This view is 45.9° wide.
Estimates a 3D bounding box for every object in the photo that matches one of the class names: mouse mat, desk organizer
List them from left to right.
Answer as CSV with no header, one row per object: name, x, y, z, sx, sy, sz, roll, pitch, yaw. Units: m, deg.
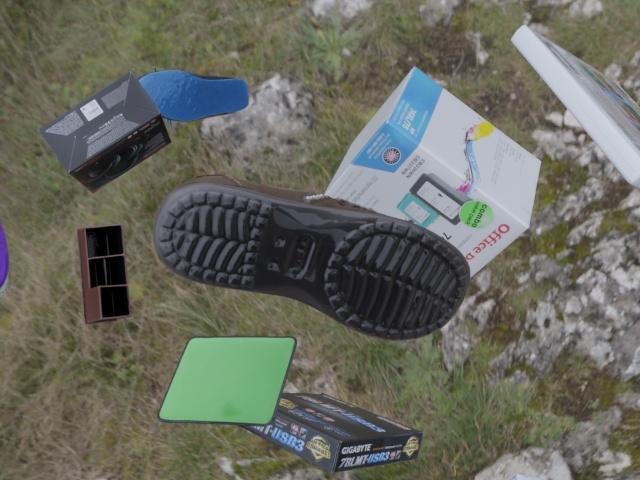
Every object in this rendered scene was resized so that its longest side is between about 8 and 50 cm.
desk organizer,-0.289,0.044,1.011,0.050,0.047,0.130,-15,80,49
mouse mat,-0.135,0.201,1.100,0.190,0.007,0.152,-4,45,23

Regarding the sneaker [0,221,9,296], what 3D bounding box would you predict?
sneaker,-0.406,-0.057,0.824,0.102,0.146,0.293,-6,39,-26

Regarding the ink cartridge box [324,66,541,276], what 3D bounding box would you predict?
ink cartridge box,0.184,-0.097,1.229,0.270,0.198,0.197,35,41,-7

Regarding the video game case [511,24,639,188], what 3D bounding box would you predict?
video game case,0.223,-0.085,0.559,0.019,0.143,0.157,-48,49,29

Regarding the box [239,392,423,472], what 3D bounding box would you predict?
box,0.015,0.392,1.585,0.295,0.293,0.073,13,92,41

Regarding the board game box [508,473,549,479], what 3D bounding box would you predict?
board game box,0.230,0.528,1.008,0.066,0.318,0.318,14,47,-12

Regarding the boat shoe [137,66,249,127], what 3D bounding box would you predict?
boat shoe,-0.247,-0.258,1.396,0.089,0.258,0.109,6,95,41

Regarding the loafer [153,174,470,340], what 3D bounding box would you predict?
loafer,0.000,0.000,0.816,0.133,0.366,0.130,-64,25,15

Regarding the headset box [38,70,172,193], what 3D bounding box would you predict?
headset box,-0.126,-0.062,0.457,0.062,0.083,0.032,-35,88,-9
